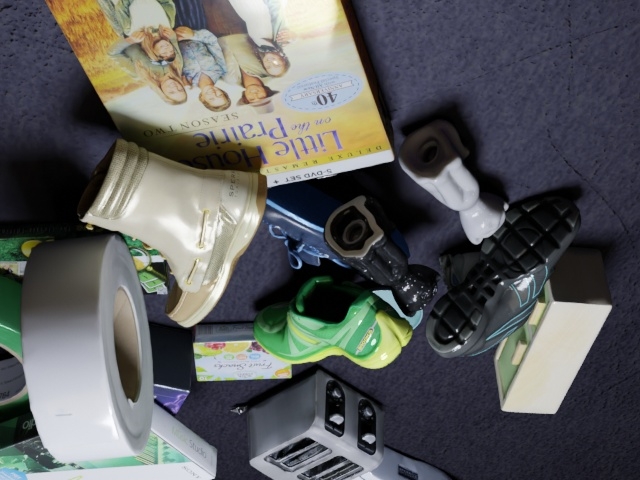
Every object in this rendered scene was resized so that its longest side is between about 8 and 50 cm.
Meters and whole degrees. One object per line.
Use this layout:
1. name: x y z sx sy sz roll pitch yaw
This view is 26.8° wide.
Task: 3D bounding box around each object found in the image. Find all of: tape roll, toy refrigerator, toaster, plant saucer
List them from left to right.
1. tape roll: -0.516 0.147 1.874 0.321 0.077 0.321 2 145 1
2. tape roll: -0.289 0.137 1.696 0.100 0.286 0.286 -6 140 3
3. toaster: -0.015 0.301 2.091 0.186 0.110 0.168 -30 132 29
4. plant saucer: 0.086 0.100 1.925 0.119 0.021 0.119 -1 140 -1
5. toy refrigerator: 0.322 0.131 1.916 0.094 0.102 0.269 4 140 -9

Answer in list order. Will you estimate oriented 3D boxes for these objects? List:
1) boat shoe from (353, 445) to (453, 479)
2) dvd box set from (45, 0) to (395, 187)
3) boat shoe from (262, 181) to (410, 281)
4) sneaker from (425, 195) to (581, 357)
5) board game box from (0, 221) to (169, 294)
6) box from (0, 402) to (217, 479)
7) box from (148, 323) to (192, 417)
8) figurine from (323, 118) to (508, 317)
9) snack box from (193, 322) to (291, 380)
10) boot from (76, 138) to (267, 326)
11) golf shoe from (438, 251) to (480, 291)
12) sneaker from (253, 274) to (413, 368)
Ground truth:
1. boat shoe: 0.140 0.419 2.270 0.258 0.095 0.084 35 132 -24
2. dvd box set: -0.111 -0.215 1.502 0.307 0.062 0.420 -10 140 11
3. boat shoe: 0.000 0.000 1.731 0.258 0.109 0.089 26 121 -27
4. sneaker: 0.251 0.051 1.795 0.267 0.101 0.106 -48 142 13
5. board game box: -0.339 0.028 1.807 0.260 0.030 0.136 -3 138 -1
6. box: -0.346 0.321 1.966 0.322 0.058 0.232 -23 136 22
7. box: -0.291 0.216 1.973 0.153 0.108 0.207 13 138 -18
8. figurine: 0.136 -0.018 1.698 0.215 0.092 0.209 -46 138 0
9. snack box: -0.113 0.164 1.976 0.141 0.037 0.100 -2 142 -1
10. boot: -0.199 -0.007 1.631 0.203 0.095 0.262 15 137 -18
11. golf shoe: 0.225 0.080 1.879 0.086 0.069 0.176 -16 140 7
12. sneaker: 0.005 0.097 1.808 0.295 0.109 0.123 -4 126 52
